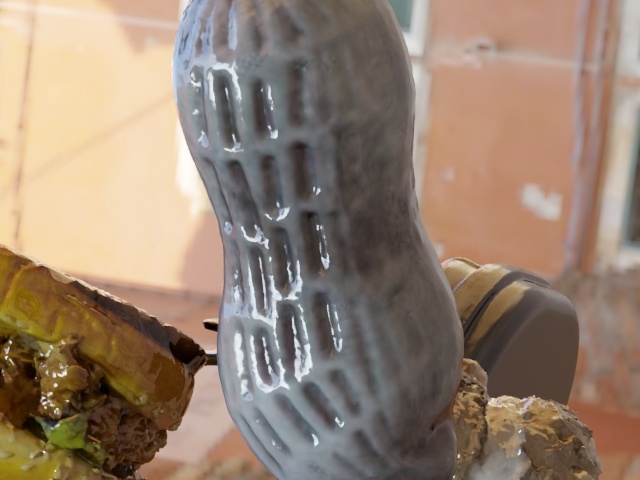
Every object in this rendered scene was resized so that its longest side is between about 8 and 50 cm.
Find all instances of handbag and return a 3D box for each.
[{"bbox_3d":[0.102,0.137,1.492,0.254,0.093,0.308,-68,-21,1],"label":"handbag"}]

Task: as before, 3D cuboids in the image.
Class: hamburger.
[{"bbox_3d":[-0.162,0.062,0.949,0.118,0.191,0.182,-60,-1,-13],"label":"hamburger"}]

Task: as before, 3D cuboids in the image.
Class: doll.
[{"bbox_3d":[0.038,0.092,0.955,0.115,0.221,0.105,-47,-11,-42],"label":"doll"}]

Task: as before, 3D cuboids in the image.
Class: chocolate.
[{"bbox_3d":[0.000,0.000,0.555,0.072,0.072,0.167,-48,-51,-67],"label":"chocolate"}]
